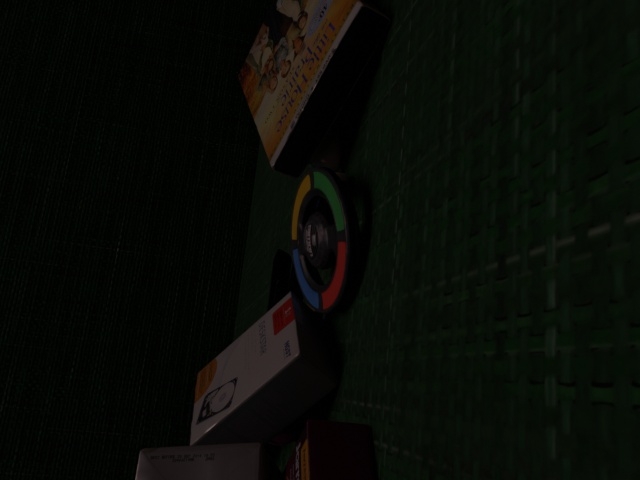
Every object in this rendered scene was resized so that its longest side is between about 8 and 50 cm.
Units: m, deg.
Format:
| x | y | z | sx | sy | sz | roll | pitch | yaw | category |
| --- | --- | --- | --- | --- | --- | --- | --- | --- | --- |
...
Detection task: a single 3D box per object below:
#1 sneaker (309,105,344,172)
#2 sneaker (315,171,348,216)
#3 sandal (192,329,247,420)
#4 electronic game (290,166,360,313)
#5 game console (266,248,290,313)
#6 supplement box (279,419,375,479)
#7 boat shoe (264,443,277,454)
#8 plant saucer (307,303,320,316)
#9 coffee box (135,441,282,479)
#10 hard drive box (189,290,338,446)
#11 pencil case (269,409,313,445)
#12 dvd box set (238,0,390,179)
| x | y | z | sx | sy | sz | roll | pitch | yaw | category |
| --- | --- | --- | --- | --- | --- | --- | --- | --- | --- |
| 0.007 | -0.226 | 1.075 | 0.086 | 0.085 | 0.237 | 126 | 148 | -50 | sneaker |
| 0.009 | -0.065 | 1.000 | 0.152 | 0.058 | 0.085 | 155 | 120 | -72 | sneaker |
| -0.215 | 0.363 | 1.187 | 0.168 | 0.107 | 0.446 | -91 | 16 | -55 | sandal |
| 0.000 | 0.000 | 0.902 | 0.229 | 0.048 | 0.229 | 178 | 90 | -67 | electronic game |
| -0.106 | 0.205 | 1.315 | 0.213 | 0.043 | 0.362 | -101 | 18 | -84 | game console |
| 0.001 | 0.312 | 0.700 | 0.104 | 0.080 | 0.188 | -94 | 18 | -47 | supplement box |
| -0.125 | 0.379 | 1.222 | 0.258 | 0.089 | 0.109 | 111 | 163 | -46 | boat shoe |
| -0.014 | 0.142 | 1.054 | 0.083 | 0.015 | 0.084 | -171 | 90 | -77 | plant saucer |
| -0.136 | 0.400 | 0.837 | 0.297 | 0.168 | 0.119 | 76 | -169 | -52 | coffee box |
| -0.094 | 0.223 | 0.931 | 0.232 | 0.089 | 0.181 | -42 | 23 | 11 | hard drive box |
| -0.073 | 0.282 | 1.057 | 0.095 | 0.098 | 0.209 | 56 | -178 | -19 | pencil case |
| -0.040 | -0.348 | 1.081 | 0.308 | 0.062 | 0.420 | -57 | 32 | 26 | dvd box set |
